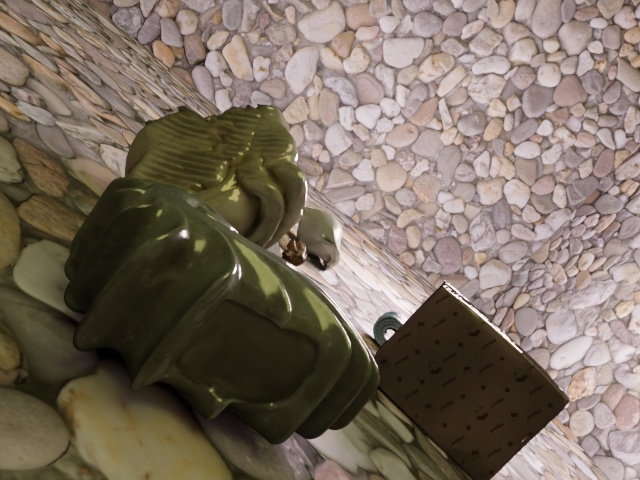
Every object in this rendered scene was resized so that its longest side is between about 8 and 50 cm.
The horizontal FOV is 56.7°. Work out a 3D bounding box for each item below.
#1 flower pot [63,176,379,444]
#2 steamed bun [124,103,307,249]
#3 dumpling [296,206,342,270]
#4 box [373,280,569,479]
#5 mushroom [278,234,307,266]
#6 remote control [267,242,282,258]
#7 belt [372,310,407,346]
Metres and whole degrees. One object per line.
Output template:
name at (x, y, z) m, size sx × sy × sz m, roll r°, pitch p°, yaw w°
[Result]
flower pot at (-0.090, 0.082, 0.660) m, size 0.367 × 0.164 × 0.254 m, roll 34°, pitch 6°, yaw -31°
steamed bun at (-0.158, -0.065, 0.933) m, size 0.207 × 0.268 × 0.280 m, roll 83°, pitch -10°, yaw -47°
dumpling at (0.000, 0.000, 1.621) m, size 0.229 × 0.124 × 0.151 m, roll -121°, pitch -163°, yaw -47°
box at (0.271, 0.255, 1.140) m, size 0.297 × 0.225 × 0.190 m, roll 43°, pitch 7°, yaw 7°
mushroom at (-0.071, 0.011, 1.408) m, size 0.060 × 0.061 × 0.187 m, roll 32°, pitch 8°, yaw -21°
remote control at (-0.130, 0.016, 1.139) m, size 0.103 × 0.055 × 0.277 m, roll 38°, pitch 11°, yaw -19°
belt at (0.242, 0.279, 1.334) m, size 0.302 × 0.087 × 0.072 m, roll 43°, pitch 6°, yaw 9°
